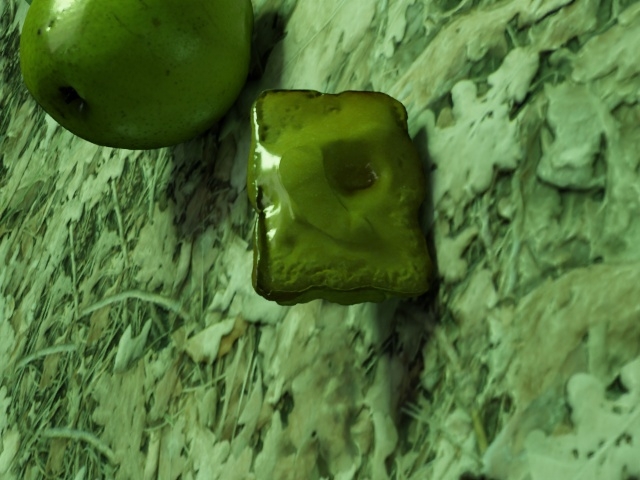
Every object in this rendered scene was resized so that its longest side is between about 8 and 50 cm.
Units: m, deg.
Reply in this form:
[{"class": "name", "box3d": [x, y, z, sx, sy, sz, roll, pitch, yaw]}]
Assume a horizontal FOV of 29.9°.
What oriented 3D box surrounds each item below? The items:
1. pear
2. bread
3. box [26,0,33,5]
[{"class": "pear", "box3d": [-0.224, -0.241, 1.465, 0.294, 0.294, 0.294, -36, 43, 42]}, {"class": "bread", "box3d": [0.012, -0.037, 1.091, 0.088, 0.161, 0.233, 117, 156, -58]}, {"class": "box", "box3d": [-0.352, -0.455, 1.855, 0.149, 0.226, 0.226, -20, 55, 51]}]
